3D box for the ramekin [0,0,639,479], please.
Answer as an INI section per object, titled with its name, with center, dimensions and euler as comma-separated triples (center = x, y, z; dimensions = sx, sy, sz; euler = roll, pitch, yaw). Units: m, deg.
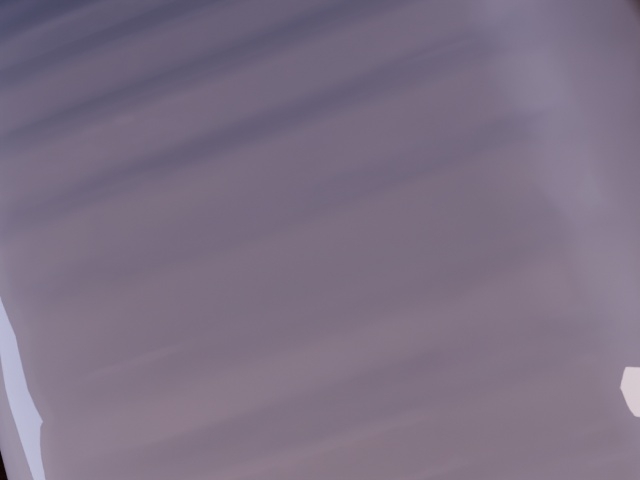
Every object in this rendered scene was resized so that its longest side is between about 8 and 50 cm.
[ramekin]
center = 0.016, 0.043, 0.448
dimensions = 0.277, 0.135, 0.277
euler = -18, -90, -90
